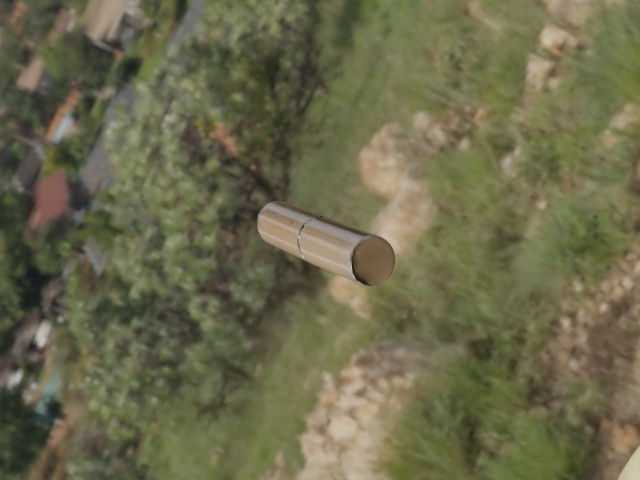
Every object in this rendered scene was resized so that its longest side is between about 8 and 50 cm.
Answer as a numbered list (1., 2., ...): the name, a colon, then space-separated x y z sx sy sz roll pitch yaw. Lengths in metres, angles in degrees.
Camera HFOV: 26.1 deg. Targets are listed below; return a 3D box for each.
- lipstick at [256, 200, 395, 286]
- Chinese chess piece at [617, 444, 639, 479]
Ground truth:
1. lipstick: 0.000 0.000 0.504 0.019 0.019 0.094 -66 25 -1
2. Chinese chess piece: 0.309 0.153 0.898 0.251 0.250 0.097 -52 51 27
